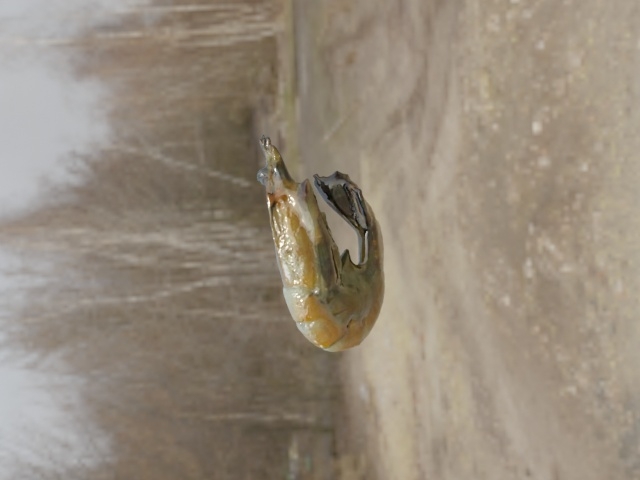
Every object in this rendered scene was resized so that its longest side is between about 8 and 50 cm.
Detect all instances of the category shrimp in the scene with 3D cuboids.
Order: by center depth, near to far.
[{"bbox_3d":[0.014,-0.004,1.357,0.059,0.145,0.254,3,110,53],"label":"shrimp"}]
